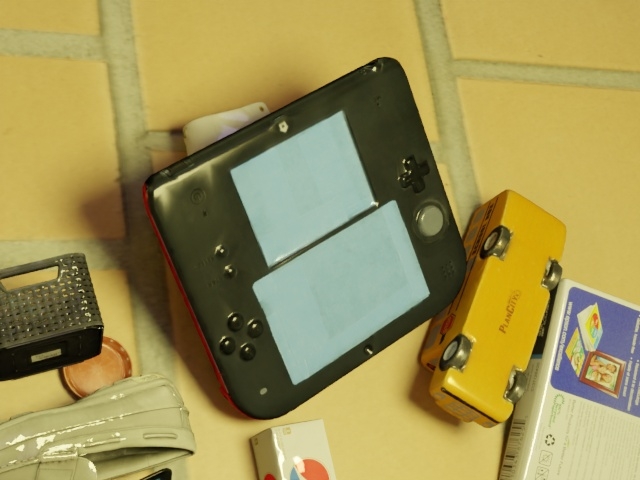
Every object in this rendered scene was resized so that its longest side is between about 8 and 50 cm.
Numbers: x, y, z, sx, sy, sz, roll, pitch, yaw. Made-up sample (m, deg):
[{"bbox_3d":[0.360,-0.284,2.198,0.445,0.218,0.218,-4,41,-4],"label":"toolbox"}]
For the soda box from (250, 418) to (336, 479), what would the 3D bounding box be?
[{"bbox_3d":[-0.018,0.327,1.388,0.074,0.069,0.216,-5,72,-28],"label":"soda box"}]

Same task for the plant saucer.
[{"bbox_3d":[-0.262,0.151,1.369,0.084,0.013,0.083,10,65,-24],"label":"plant saucer"}]

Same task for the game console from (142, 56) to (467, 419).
[{"bbox_3d":[0.000,0.000,1.431,0.387,0.060,0.341,-31,116,-26],"label":"game console"}]

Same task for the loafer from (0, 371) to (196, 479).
[{"bbox_3d":[-0.280,0.240,1.262,0.320,0.112,0.111,-19,64,-32],"label":"loafer"}]

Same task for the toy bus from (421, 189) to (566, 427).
[{"bbox_3d":[0.230,0.091,1.570,0.108,0.130,0.332,32,59,-13],"label":"toy bus"}]

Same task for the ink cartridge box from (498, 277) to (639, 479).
[{"bbox_3d":[0.414,0.241,1.607,0.307,0.072,0.303,21,75,-22],"label":"ink cartridge box"}]

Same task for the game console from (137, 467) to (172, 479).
[{"bbox_3d":[-0.212,0.338,1.276,0.144,0.085,0.124,-21,80,-31],"label":"game console"}]

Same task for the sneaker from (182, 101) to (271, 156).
[{"bbox_3d":[-0.038,-0.106,1.531,0.293,0.108,0.169,-2,74,-26],"label":"sneaker"}]

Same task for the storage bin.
[{"bbox_3d":[-0.306,0.087,1.265,0.122,0.180,0.084,-14,76,-16],"label":"storage bin"}]
